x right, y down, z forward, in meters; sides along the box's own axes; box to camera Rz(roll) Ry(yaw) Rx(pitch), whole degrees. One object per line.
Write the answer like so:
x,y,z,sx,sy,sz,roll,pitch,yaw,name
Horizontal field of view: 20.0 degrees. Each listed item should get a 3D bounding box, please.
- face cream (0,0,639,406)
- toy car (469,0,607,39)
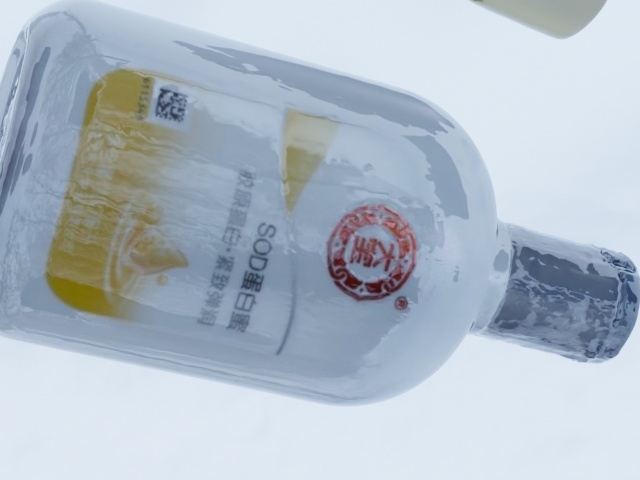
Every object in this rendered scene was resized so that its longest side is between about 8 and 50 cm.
0.000,0.000,0.770,0.071,0.291,0.144,22,95,68,face cream
0.138,-0.194,0.759,0.248,0.200,0.142,-39,63,27,toy car
